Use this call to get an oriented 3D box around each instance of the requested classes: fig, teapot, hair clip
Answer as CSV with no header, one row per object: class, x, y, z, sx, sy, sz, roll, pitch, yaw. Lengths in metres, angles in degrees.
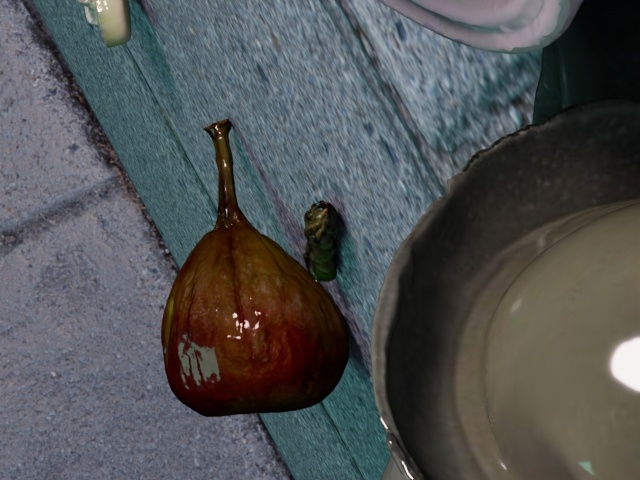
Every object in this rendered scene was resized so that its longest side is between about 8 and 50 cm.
fig,-0.094,0.046,1.323,0.290,0.190,0.190,59,169,11
teapot,0.125,0.062,0.419,0.223,0.305,0.285,16,140,21
hair clip,-0.259,-0.302,1.482,0.159,0.071,0.218,82,163,-69

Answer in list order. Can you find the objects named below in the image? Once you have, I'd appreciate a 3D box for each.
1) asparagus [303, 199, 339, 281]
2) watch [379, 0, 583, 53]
asparagus,0.001,0.000,1.136,0.165,0.030,0.036,93,171,-73
watch,0.015,-0.172,0.311,0.217,0.211,0.248,40,172,14
